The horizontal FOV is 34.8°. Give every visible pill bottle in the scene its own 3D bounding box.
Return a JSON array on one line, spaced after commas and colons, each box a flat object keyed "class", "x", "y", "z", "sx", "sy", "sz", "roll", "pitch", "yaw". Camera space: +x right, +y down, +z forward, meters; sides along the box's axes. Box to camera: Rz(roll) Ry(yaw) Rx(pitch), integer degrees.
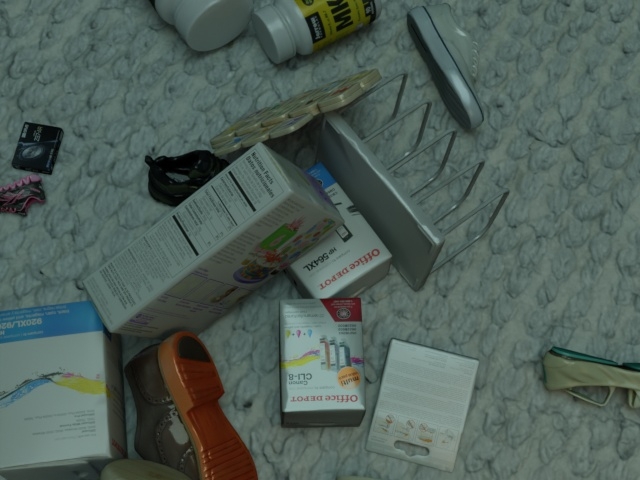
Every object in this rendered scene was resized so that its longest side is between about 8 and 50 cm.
[{"class": "pill bottle", "x": -0.247, "y": -0.483, "z": 1.796, "sx": 0.161, "sy": 0.161, "sz": 0.283, "roll": -30, "pitch": 72, "yaw": -13}, {"class": "pill bottle", "x": -0.008, "y": -0.399, "z": 1.795, "sx": 0.208, "sy": 0.119, "sz": 0.119, "roll": -30, "pitch": 72, "yaw": -12}]

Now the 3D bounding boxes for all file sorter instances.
[{"class": "file sorter", "x": 0.145, "y": -0.101, "z": 1.646, "sx": 0.173, "sy": 0.193, "sz": 0.278, "roll": -34, "pitch": 73, "yaw": -17}]

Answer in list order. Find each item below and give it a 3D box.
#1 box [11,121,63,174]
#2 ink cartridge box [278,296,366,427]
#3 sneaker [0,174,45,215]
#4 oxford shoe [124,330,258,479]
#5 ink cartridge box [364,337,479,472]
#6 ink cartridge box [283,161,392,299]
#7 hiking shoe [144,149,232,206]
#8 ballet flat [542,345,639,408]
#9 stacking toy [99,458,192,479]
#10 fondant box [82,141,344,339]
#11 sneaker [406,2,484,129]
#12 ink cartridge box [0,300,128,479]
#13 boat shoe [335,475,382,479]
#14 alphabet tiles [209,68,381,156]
[{"class": "box", "x": -0.480, "y": -0.157, "z": 1.737, "sx": 0.067, "sy": 0.018, "sz": 0.083, "roll": 11, "pitch": 69, "yaw": 2}, {"class": "ink cartridge box", "x": 0.001, "y": 0.190, "z": 1.559, "sx": 0.128, "sy": 0.127, "sz": 0.176, "roll": -1, "pitch": 69, "yaw": -3}, {"class": "sneaker", "x": -0.511, "y": -0.063, "z": 1.690, "sx": 0.119, "sy": 0.047, "sz": 0.057, "roll": -24, "pitch": 83, "yaw": -9}, {"class": "oxford shoe", "x": -0.192, "y": 0.326, "z": 1.524, "sx": 0.132, "sy": 0.130, "sz": 0.364, "roll": -24, "pitch": 75, "yaw": 24}, {"class": "ink cartridge box", "x": 0.159, "y": 0.255, "z": 1.596, "sx": 0.145, "sy": 0.045, "sz": 0.179, "roll": 14, "pitch": 87, "yaw": 3}, {"class": "ink cartridge box", "x": 0.000, "y": 0.000, "z": 1.655, "sx": 0.148, "sy": 0.086, "sz": 0.203, "roll": -33, "pitch": 73, "yaw": -13}, {"class": "hiking shoe", "x": -0.174, "y": -0.097, "z": 1.672, "sx": 0.226, "sy": 0.114, "sz": 0.086, "roll": 2, "pitch": 69, "yaw": -1}, {"class": "ballet flat", "x": 0.468, "y": 0.222, "z": 1.597, "sx": 0.248, "sy": 0.086, "sz": 0.086, "roll": 8, "pitch": 68, "yaw": 3}, {"class": "stacking toy", "x": -0.275, "y": 0.477, "z": 1.403, "sx": 0.141, "sy": 0.141, "sz": 0.330, "roll": 17, "pitch": 94, "yaw": 5}, {"class": "fondant box", "x": -0.149, "y": 0.015, "z": 1.506, "sx": 0.330, "sy": 0.238, "sz": 0.096, "roll": -36, "pitch": 72, "yaw": 10}, {"class": "sneaker", "x": 0.239, "y": -0.315, "z": 1.782, "sx": 0.091, "sy": 0.094, "sz": 0.258, "roll": -21, "pitch": 70, "yaw": -5}, {"class": "ink cartridge box", "x": -0.383, "y": 0.230, "z": 1.506, "sx": 0.168, "sy": 0.171, "sz": 0.233, "roll": -7, "pitch": 68, "yaw": -4}, {"class": "boat shoe", "x": 0.126, "y": 0.406, "z": 1.501, "sx": 0.233, "sy": 0.084, "sz": 0.079, "roll": 21, "pitch": 69, "yaw": 3}, {"class": "alphabet tiles", "x": -0.044, "y": -0.211, "z": 1.647, "sx": 0.278, "sy": 0.284, "sz": 0.021, "roll": -43, "pitch": 113, "yaw": -50}]
